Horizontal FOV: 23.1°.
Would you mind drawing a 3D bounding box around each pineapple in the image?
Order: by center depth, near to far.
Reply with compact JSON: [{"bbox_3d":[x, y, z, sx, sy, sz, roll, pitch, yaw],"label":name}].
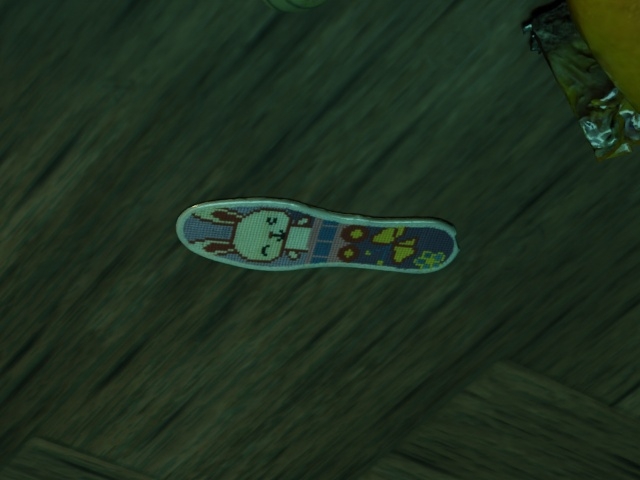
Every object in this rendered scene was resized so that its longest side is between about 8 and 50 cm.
[{"bbox_3d":[0.171,-0.108,0.916,0.116,0.137,0.069,11,145,38],"label":"pineapple"}]

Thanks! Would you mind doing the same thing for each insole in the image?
[{"bbox_3d":[0.000,0.000,1.052,0.197,0.004,0.065,6,133,-15],"label":"insole"}]

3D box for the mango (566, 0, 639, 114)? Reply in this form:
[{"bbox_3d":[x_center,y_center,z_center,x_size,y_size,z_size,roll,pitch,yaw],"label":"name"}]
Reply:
[{"bbox_3d":[0.265,-0.126,0.813,0.365,0.182,0.253,12,93,-30],"label":"mango"}]

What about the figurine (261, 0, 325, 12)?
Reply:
[{"bbox_3d":[0.023,-0.197,0.689,0.167,0.257,0.192,-1,123,34],"label":"figurine"}]
